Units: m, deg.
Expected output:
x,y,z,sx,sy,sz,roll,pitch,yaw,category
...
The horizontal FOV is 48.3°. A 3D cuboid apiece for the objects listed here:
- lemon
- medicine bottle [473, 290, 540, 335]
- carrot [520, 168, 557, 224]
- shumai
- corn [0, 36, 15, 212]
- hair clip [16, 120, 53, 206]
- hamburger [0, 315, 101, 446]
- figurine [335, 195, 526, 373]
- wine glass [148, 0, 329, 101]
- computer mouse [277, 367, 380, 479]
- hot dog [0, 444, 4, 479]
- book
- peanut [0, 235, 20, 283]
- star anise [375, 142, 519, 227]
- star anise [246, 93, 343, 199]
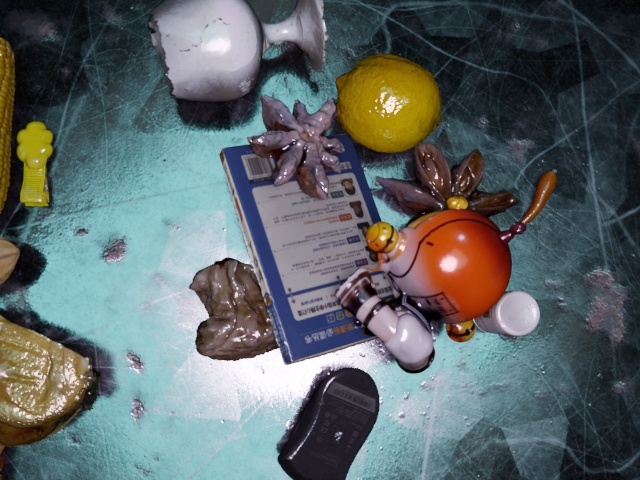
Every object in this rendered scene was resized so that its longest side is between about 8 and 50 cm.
x,y,z,sx,sy,sz,roll,pitch,yaw,category
0.136,-0.272,1.427,0.231,0.192,0.192,21,83,-6,lemon
0.359,0.143,1.407,0.086,0.183,0.086,1,84,-5,medicine bottle
0.468,-0.092,1.517,0.035,0.035,0.142,28,87,-2,carrot
-0.136,0.116,1.353,0.218,0.184,0.185,-6,113,-9,shumai
-0.672,-0.210,1.382,0.144,0.144,0.387,-1,82,-5,corn
-0.575,-0.156,1.429,0.072,0.046,0.173,1,82,-9,hair clip
-0.571,0.262,1.318,0.309,0.132,0.211,30,65,-6,hamburger
0.216,0.072,1.293,0.323,0.196,0.320,-49,118,-8,figurine
-0.162,-0.399,1.401,0.323,0.238,0.237,-14,86,-15,wine glass
0.017,0.371,1.406,0.147,0.088,0.264,31,82,-18,computer mouse
-0.670,0.425,1.334,0.146,0.103,0.213,10,82,-1,hot dog
0.000,0.000,1.382,0.300,0.039,0.427,-11,76,-31,book
-0.716,0.069,1.344,0.306,0.147,0.146,-19,86,-7,peanut
0.250,-0.053,1.459,0.316,0.108,0.315,0,87,-4,star anise
-0.039,-0.189,1.361,0.229,0.093,0.236,46,57,-3,star anise
